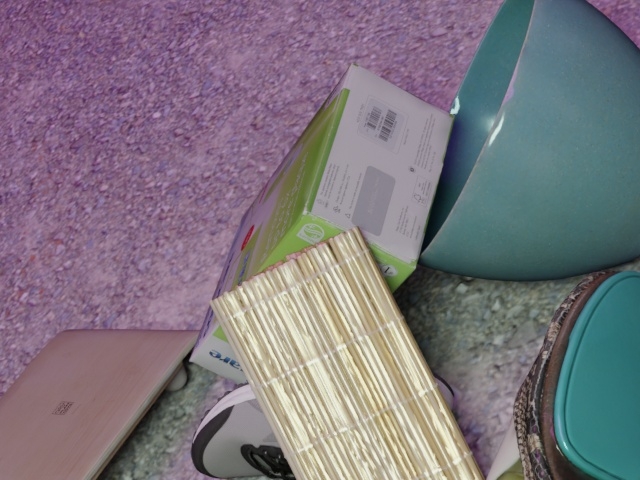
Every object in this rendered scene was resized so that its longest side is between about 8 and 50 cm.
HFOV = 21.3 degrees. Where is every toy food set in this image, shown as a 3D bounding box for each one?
[{"bbox_3d":[-0.249,0.208,1.794,0.220,0.092,0.306,-1,39,40],"label":"toy food set"}]

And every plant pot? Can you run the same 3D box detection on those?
[{"bbox_3d":[0.227,-0.080,1.585,0.290,0.195,0.290,-158,90,-84],"label":"plant pot"}]

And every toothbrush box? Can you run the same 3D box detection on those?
[{"bbox_3d":[0.000,0.000,1.667,0.283,0.122,0.206,-53,15,49],"label":"toothbrush box"}]

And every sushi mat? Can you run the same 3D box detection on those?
[{"bbox_3d":[0.034,0.155,1.475,0.151,0.316,0.019,-29,-10,13],"label":"sushi mat"}]

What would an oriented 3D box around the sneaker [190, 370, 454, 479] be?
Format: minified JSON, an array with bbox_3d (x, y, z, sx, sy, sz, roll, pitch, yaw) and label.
[{"bbox_3d":[-0.009,0.189,1.591,0.271,0.100,0.108,-14,46,28],"label":"sneaker"}]

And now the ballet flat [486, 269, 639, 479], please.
[{"bbox_3d":[0.205,0.231,1.332,0.182,0.164,0.483,-44,27,36],"label":"ballet flat"}]
